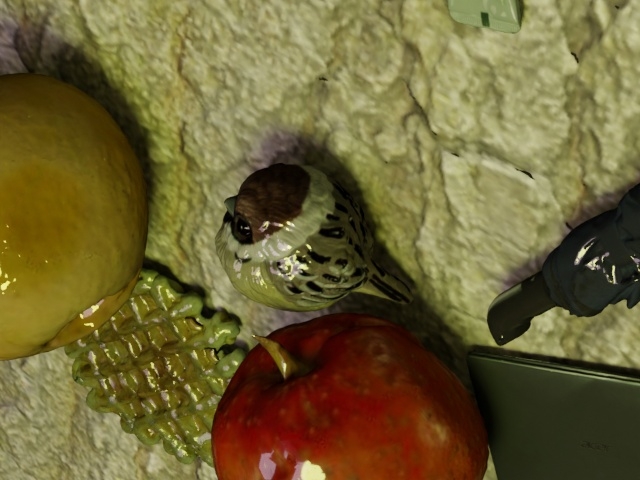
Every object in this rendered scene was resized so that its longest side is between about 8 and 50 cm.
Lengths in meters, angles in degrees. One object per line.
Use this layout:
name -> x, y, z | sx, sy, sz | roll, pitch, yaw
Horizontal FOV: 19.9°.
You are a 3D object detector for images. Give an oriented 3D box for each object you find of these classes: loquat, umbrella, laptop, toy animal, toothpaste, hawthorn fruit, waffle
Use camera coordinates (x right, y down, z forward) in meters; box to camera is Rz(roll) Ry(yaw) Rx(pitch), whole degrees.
loquat -> -0.225, -0.018, 1.281 | 0.213, 0.213, 0.213 | 22, 134, 25
umbrella -> 0.172, 0.011, 1.072 | 0.071, 0.071, 0.248 | 52, 138, -7
laptop -> 0.185, 0.135, 1.202 | 0.180, 0.016, 0.129 | 7, 126, 36
toy animal -> 0.000, 0.000, 1.194 | 0.137, 0.098, 0.098 | 13, 134, 2
toothpaste -> 0.084, -0.200, 1.004 | 0.048, 0.029, 0.197 | 17, 135, 30
hawthorn fruit -> 0.011, 0.124, 1.206 | 0.179, 0.179, 0.200 | -3, 129, 41
waffle -> -0.129, 0.095, 1.415 | 0.169, 0.036, 0.183 | 25, 136, 20
